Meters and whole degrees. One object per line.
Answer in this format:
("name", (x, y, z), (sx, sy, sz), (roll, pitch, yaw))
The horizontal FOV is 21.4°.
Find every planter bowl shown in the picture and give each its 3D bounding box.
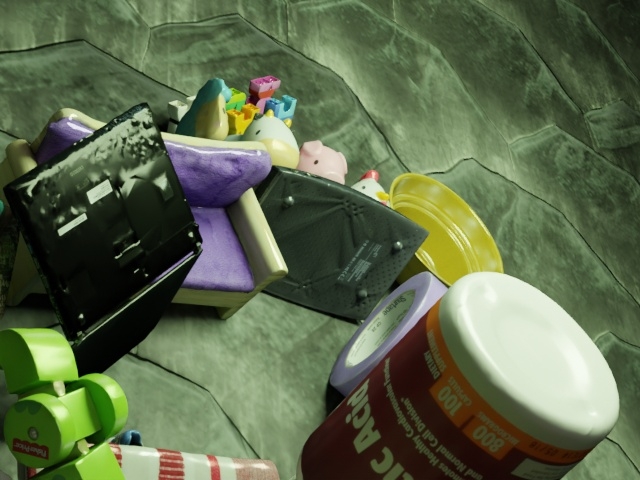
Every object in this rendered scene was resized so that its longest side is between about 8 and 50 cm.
("planter bowl", (0.153, 0.016, 2.410), (0.217, 0.090, 0.217), (31, 36, -26))

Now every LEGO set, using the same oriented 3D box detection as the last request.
("LEGO set", (-0.112, -0.148, 2.290), (0.087, 0.093, 0.227), (27, 27, 28))

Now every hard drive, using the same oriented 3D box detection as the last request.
("hard drive", (0.000, 0.000, 2.176), (0.254, 0.172, 0.054), (21, 23, -37))

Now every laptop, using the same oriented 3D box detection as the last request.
("laptop", (-0.243, 0.027, 1.745), (0.234, 0.136, 0.264), (-40, 115, -50))

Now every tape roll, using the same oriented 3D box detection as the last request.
("tape roll", (0.103, 0.135, 2.124), (0.080, 0.189, 0.189), (41, 32, -10))

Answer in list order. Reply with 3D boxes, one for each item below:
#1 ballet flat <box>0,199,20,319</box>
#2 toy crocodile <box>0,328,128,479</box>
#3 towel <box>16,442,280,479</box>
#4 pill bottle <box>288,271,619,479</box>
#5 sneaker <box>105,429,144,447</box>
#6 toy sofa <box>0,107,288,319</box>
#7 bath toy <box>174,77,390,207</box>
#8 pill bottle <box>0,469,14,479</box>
("ballet flat", (-0.421, 0.129, 1.561), (0.483, 0.164, 0.182), (-41, 111, -54))
("toy crocodile", (-0.223, 0.236, 1.580), (0.115, 0.105, 0.341), (-20, 87, -61))
("towel", (-0.156, 0.322, 1.695), (0.329, 0.037, 0.237), (13, 60, -43))
("pill bottle", (0.114, 0.237, 1.816), (0.224, 0.392, 0.224), (29, 32, -20))
("sneaker", (-0.184, 0.258, 1.766), (0.052, 0.058, 0.135), (-11, 64, -54))
("toy sofa", (-0.200, -0.021, 1.941), (0.362, 0.177, 0.150), (7, 50, -47))
("bath toy", (-0.032, -0.085, 2.222), (0.348, 0.151, 0.129), (28, 73, -35))
("pill bottle", (-0.343, 0.288, 1.492), (0.108, 0.108, 0.193), (45, 32, -5))
